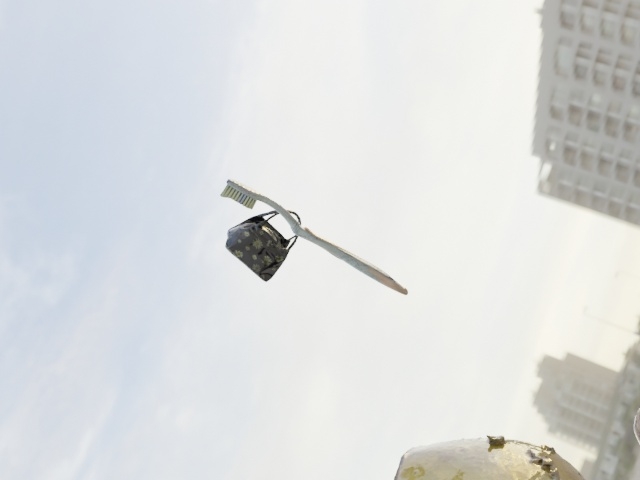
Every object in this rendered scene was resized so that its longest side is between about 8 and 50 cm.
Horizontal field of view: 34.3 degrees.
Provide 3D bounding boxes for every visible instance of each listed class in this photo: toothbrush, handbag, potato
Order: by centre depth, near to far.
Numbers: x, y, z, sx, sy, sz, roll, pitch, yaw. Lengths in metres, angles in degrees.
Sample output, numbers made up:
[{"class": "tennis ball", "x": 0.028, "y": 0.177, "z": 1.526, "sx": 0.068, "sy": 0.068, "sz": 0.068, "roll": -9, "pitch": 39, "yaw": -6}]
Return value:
[{"class": "toothbrush", "x": 0.000, "y": 0.000, "z": 1.693, "sx": 0.037, "sy": 0.375, "sz": 0.028, "roll": -56, "pitch": 22, "yaw": 10}, {"class": "potato", "x": 0.325, "y": 0.543, "z": 1.720, "sx": 0.385, "sy": 0.319, "sz": 0.442, "roll": 41, "pitch": -134, "yaw": -43}, {"class": "handbag", "x": -0.094, "y": -0.006, "z": 1.911, "sx": 0.139, "sy": 0.115, "sz": 0.072, "roll": -40, "pitch": 19, "yaw": 20}]

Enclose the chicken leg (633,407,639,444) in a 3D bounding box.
[{"class": "chicken leg", "x": 0.715, "y": 0.425, "z": 2.142, "sx": 0.207, "sy": 0.101, "sz": 0.085, "roll": -91, "pitch": 2, "yaw": -52}]
